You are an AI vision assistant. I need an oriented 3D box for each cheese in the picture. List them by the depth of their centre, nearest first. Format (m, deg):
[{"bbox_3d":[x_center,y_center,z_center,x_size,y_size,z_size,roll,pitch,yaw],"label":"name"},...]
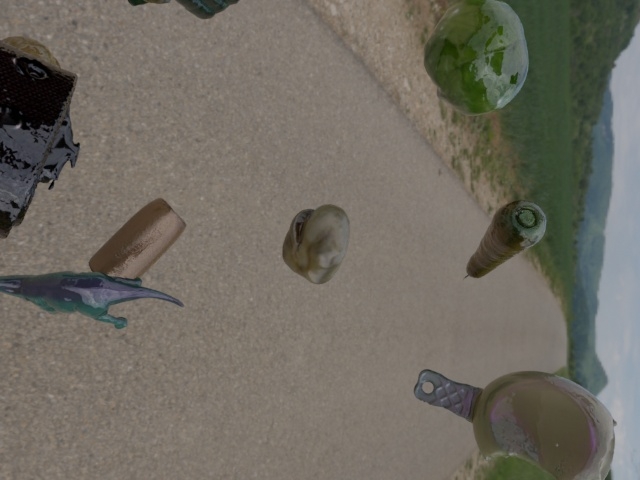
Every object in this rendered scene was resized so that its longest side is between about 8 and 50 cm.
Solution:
[{"bbox_3d":[0.277,0.266,0.718,0.082,0.286,0.163,46,61,-51],"label":"cheese"}]

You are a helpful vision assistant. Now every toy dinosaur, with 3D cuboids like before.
[{"bbox_3d":[-0.514,0.096,0.937,0.331,0.384,0.129,62,30,-74],"label":"toy dinosaur"}]

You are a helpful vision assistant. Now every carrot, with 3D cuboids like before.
[{"bbox_3d":[0.300,0.016,0.828,0.298,0.078,0.078,92,9,-68],"label":"carrot"}]

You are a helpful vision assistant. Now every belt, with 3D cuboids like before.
[{"bbox_3d":[-0.429,-0.140,0.664,0.164,0.184,0.289,23,49,-31],"label":"belt"}]

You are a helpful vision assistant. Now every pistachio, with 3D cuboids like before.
[{"bbox_3d":[0.000,0.000,0.767,0.149,0.113,0.113,-52,135,-45],"label":"pistachio"}]

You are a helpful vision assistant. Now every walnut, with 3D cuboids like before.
[{"bbox_3d":[-0.610,-0.326,0.971,0.155,0.156,0.184,52,52,-49],"label":"walnut"}]

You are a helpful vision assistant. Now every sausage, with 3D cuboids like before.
[{"bbox_3d":[-0.451,0.005,1.201,0.253,0.123,0.123,-43,143,1],"label":"sausage"}]

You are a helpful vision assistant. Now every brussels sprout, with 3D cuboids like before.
[{"bbox_3d":[0.319,-0.372,0.978,0.244,0.244,0.244,-1,91,-62],"label":"brussels sprout"}]

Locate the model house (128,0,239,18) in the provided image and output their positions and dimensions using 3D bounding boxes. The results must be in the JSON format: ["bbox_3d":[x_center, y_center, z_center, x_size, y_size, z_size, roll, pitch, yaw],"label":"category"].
[{"bbox_3d":[-0.300,-0.556,0.744,0.445,0.395,0.399,-25,119,-75],"label":"model house"}]
